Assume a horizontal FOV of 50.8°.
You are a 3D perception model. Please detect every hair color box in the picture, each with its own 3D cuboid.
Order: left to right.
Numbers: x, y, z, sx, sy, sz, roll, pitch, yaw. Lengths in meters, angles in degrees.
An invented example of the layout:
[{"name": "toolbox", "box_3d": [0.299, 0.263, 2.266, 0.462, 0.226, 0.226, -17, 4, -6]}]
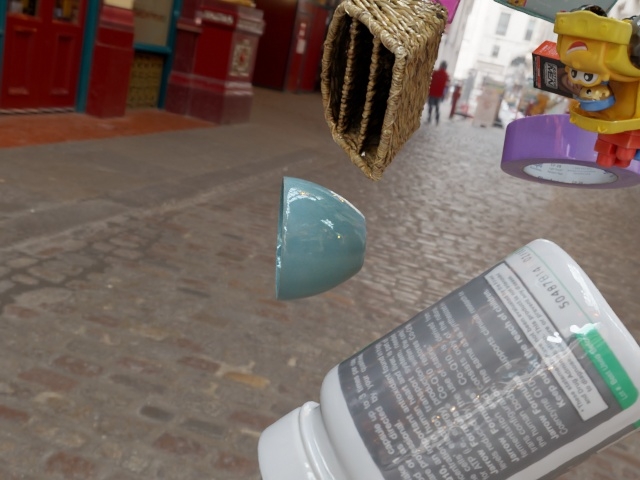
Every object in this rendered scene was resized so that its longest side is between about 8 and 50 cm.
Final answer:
[{"name": "hair color box", "box_3d": [0.412, -0.268, 1.084, 0.043, 0.072, 0.141, -42, 47, -21]}]

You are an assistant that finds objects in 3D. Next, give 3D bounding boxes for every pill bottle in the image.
[{"name": "pill bottle", "box_3d": [0.130, 0.175, 0.684, 0.204, 0.361, 0.204, 55, 8, -12]}]

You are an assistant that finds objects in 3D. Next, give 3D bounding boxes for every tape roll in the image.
[{"name": "tape roll", "box_3d": [0.511, -0.175, 1.371, 0.275, 0.090, 0.275, 10, -4, 1]}]

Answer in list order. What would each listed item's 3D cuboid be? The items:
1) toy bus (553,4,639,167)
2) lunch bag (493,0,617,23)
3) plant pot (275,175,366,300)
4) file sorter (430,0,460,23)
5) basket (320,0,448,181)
[{"name": "toy bus", "box_3d": [0.411, -0.200, 0.912, 0.220, 0.211, 0.149, 3, 23, -24]}, {"name": "lunch bag", "box_3d": [0.403, -0.489, 1.127, 0.279, 0.224, 0.107, 12, 51, -22]}, {"name": "plant pot", "box_3d": [0.000, 0.000, 1.579, 0.196, 0.290, 0.290, 3, 17, -6]}, {"name": "file sorter", "box_3d": [0.196, -0.607, 1.291, 0.202, 0.290, 0.182, 24, 8, 20]}, {"name": "basket", "box_3d": [0.086, -0.310, 1.295, 0.214, 0.299, 0.223, 25, 48, 15]}]
